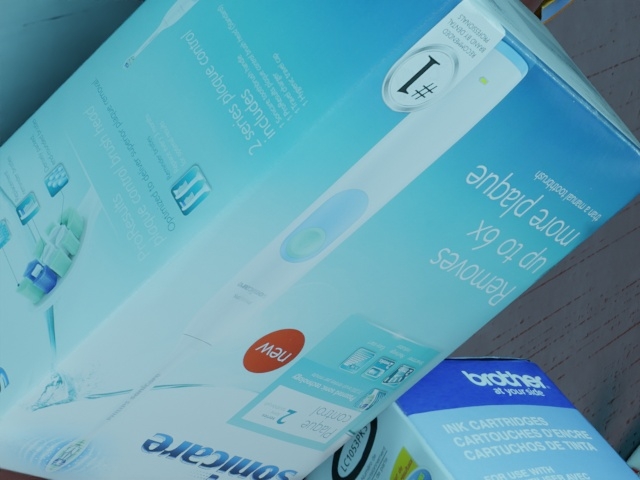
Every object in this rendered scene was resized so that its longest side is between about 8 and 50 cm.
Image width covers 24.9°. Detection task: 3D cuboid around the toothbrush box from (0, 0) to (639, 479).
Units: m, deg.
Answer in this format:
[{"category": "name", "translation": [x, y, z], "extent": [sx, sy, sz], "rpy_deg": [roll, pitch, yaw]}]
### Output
[{"category": "toothbrush box", "translation": [-0.020, -0.011, 0.694], "extent": [0.295, 0.126, 0.216], "rpy_deg": [-41, 145, 15]}]

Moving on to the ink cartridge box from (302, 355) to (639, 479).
[{"category": "ink cartridge box", "translation": [0.090, 0.249, 0.820], "extent": [0.151, 0.395, 0.270], "rpy_deg": [4, 123, -39]}]

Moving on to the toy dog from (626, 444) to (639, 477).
[{"category": "toy dog", "translation": [0.353, 0.229, 1.318], "extent": [0.333, 0.161, 0.220], "rpy_deg": [-41, 129, -38]}]

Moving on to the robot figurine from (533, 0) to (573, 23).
[{"category": "robot figurine", "translation": [0.113, -0.220, 0.955], "extent": [0.291, 0.085, 0.211], "rpy_deg": [-40, 128, -39]}]
